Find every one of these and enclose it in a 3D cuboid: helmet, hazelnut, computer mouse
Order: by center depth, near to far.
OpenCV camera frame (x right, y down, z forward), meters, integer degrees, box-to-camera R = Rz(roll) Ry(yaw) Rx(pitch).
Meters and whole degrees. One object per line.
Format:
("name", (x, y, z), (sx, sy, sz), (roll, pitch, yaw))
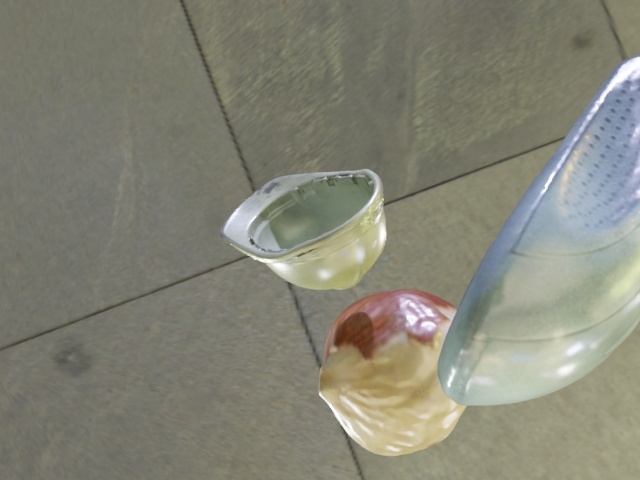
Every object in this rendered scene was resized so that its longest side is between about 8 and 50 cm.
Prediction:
("computer mouse", (0.219, -0.004, 0.777), (0.122, 0.188, 0.371), (27, 54, 13))
("helmet", (-0.002, 0.002, 1.384), (0.204, 0.257, 0.137), (-47, 124, -33))
("hazelnut", (0.113, 0.194, 1.444), (0.241, 0.261, 0.261), (-11, 87, -28))
